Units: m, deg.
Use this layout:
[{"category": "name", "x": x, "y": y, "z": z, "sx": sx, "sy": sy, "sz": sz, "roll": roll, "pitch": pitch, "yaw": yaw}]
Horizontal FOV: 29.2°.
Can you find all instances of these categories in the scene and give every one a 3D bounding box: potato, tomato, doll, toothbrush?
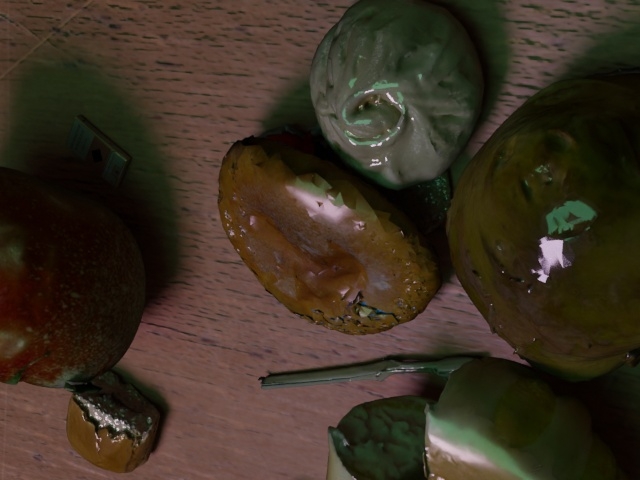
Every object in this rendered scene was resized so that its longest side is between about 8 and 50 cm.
[{"category": "potato", "x": 0.211, "y": 0.004, "z": 1.040, "sx": 0.246, "sy": 0.196, "sz": 0.299, "roll": 41, "pitch": 130, "yaw": 13}, {"category": "tomato", "x": -0.353, "y": 0.040, "z": 1.387, "sx": 0.304, "sy": 0.303, "sz": 0.239, "roll": 8, "pitch": 88, "yaw": 31}, {"category": "doll", "x": -0.029, "y": -0.096, "z": 1.255, "sx": 0.114, "sy": 0.039, "sz": 0.057, "roll": 11, "pitch": 140, "yaw": 23}, {"category": "toothbrush", "x": 0.046, "y": 0.144, "z": 1.325, "sx": 0.294, "sy": 0.026, "sz": 0.028, "roll": -6, "pitch": 123, "yaw": 36}]

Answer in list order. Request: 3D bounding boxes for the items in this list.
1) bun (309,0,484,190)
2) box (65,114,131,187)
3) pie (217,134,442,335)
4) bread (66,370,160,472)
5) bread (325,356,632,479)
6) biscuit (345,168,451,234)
[{"category": "bun", "x": 0.056, "y": -0.134, "z": 1.128, "sx": 0.183, "sy": 0.102, "sz": 0.183, "roll": 9, "pitch": 108, "yaw": 30}, {"category": "box", "x": -0.258, "y": -0.103, "z": 1.424, "sx": 0.083, "sy": 0.012, "sz": 0.046, "roll": 40, "pitch": 127, "yaw": 14}, {"category": "pie", "x": -0.001, "y": 0.001, "z": 1.234, "sx": 0.273, "sy": 0.069, "sz": 0.273, "roll": 31, "pitch": 150, "yaw": 20}, {"category": "bread", "x": -0.267, "y": 0.233, "z": 1.545, "sx": 0.125, "sy": 0.082, "sz": 0.106, "roll": 28, "pitch": 118, "yaw": 17}, {"category": "bread", "x": 0.161, "y": 0.255, "z": 1.207, "sx": 0.333, "sy": 0.160, "sz": 0.333, "roll": 20, "pitch": 130, "yaw": 25}, {"category": "biscuit", "x": 0.076, "y": -0.055, "z": 1.215, "sx": 0.120, "sy": 0.015, "sz": 0.120, "roll": 14, "pitch": 119, "yaw": 28}]
